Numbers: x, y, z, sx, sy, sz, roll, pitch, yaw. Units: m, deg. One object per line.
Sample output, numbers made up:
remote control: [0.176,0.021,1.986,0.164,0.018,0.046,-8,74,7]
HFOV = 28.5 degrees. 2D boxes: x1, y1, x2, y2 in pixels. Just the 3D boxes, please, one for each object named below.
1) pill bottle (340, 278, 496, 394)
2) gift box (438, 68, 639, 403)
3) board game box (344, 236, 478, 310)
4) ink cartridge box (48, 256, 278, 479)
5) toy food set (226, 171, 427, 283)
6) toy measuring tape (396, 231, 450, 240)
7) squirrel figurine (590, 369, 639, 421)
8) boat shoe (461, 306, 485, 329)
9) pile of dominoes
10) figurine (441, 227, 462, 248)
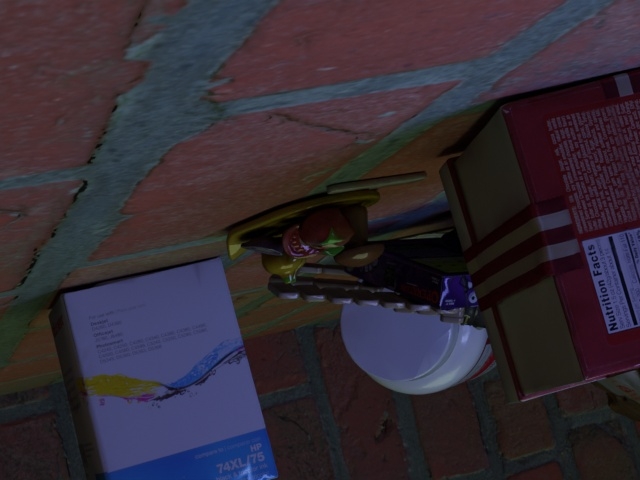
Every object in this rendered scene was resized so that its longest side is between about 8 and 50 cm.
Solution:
pill bottle: [0.174,0.128,2.034,0.229,0.229,0.408,-16,173,18]
gift box: [0.271,0.003,1.057,0.276,0.255,0.258,-9,171,-9]
board game box: [0.230,0.034,1.626,0.347,0.056,0.208,-3,-163,-32]
ink cartridge box: [-0.197,0.182,1.516,0.197,0.270,0.198,-13,174,-18]
toy food set: [0.000,0.000,1.249,0.128,0.071,0.218,-8,171,-42]
toy measuring tape: [0.241,0.029,1.836,0.330,0.121,0.121,-11,173,-22]
squirrel figurine: [0.559,0.086,1.942,0.281,0.370,0.397,20,160,38]
boat shoe: [0.212,0.080,1.726,0.069,0.081,0.228,18,179,-5]
pile of dominoes: [0.057,0.073,1.595,0.251,0.040,0.196,4,-169,8]
figurine: [0.278,-0.032,1.540,0.209,0.092,0.215,-8,171,-17]
